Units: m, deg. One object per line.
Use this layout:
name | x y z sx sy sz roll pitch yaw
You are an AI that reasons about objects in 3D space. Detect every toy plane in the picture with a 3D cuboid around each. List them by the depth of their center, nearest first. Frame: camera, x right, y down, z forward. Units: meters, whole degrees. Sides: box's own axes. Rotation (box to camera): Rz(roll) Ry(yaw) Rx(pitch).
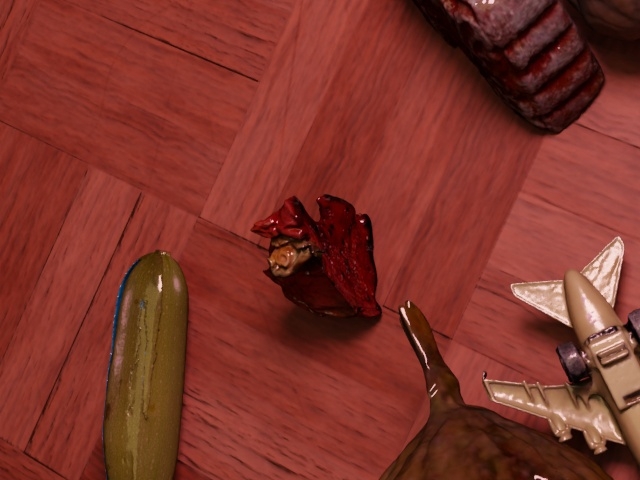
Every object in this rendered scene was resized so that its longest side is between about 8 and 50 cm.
toy plane | 0.282 0.131 1.308 0.242 0.104 0.256 -24 64 3

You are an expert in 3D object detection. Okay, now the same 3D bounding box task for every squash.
squash | -0.192 0.179 1.517 0.094 0.094 0.341 -1 81 25

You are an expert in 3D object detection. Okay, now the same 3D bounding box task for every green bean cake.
green bean cake | 0.163 -0.238 1.410 0.097 0.198 0.233 -41 51 4

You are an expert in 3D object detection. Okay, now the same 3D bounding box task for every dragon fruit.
dragon fruit | 0.010 0.014 1.402 0.122 0.192 0.092 -43 58 -4

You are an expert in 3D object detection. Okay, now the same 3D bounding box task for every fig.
fig | 0.126 0.225 1.247 0.286 0.286 0.369 -24 76 19

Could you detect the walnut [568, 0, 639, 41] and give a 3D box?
walnut | 0.300 -0.301 1.307 0.224 0.224 0.224 -5 79 24
